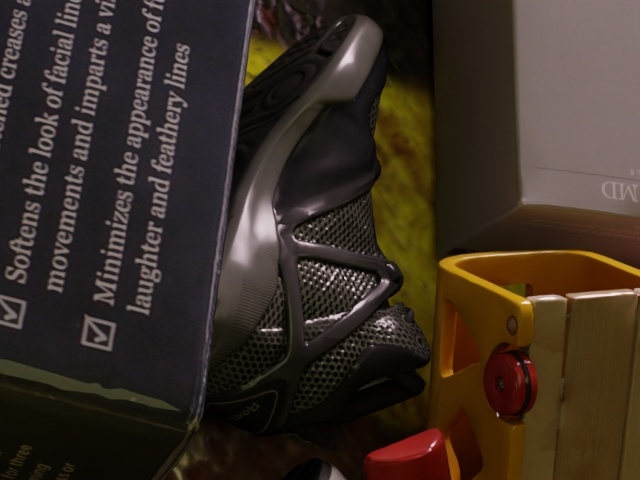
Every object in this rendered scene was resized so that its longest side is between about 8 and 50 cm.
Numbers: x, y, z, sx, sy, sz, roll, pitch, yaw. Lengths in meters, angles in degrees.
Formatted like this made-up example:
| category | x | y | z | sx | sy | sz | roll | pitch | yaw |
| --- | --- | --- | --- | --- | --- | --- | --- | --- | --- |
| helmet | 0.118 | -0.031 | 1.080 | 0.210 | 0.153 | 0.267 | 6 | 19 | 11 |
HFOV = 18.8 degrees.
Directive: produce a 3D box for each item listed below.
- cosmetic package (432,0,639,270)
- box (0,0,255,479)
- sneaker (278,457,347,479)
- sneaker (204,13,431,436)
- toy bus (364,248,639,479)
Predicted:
| category | x | y | z | sx | sy | sz | roll | pitch | yaw |
| --- | --- | --- | --- | --- | --- | --- | --- | --- | --- |
| cosmetic package | 0.130 | -0.107 | 0.986 | 0.127 | 0.107 | 0.238 | 4 | 70 | -21 |
| box | -0.243 | -0.059 | 0.752 | 0.395 | 0.212 | 0.293 | 16 | 57 | -15 |
| sneaker | -0.024 | 0.242 | 0.835 | 0.124 | 0.107 | 0.283 | 38 | 66 | -12 |
| sneaker | 0.000 | 0.000 | 0.925 | 0.130 | 0.087 | 0.227 | 42 | 47 | -27 |
| toy bus | 0.098 | 0.101 | 0.880 | 0.202 | 0.104 | 0.191 | -47 | 120 | -10 |
